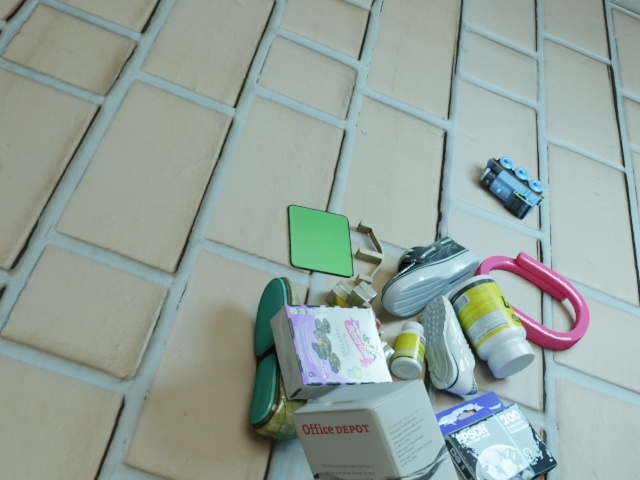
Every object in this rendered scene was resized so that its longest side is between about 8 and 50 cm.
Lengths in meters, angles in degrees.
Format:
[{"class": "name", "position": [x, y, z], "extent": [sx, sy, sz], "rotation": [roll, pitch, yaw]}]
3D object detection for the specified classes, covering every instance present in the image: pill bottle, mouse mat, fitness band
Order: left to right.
[{"class": "mouse mat", "position": [0.000, 0.000, 2.088], "extent": [0.152, 0.007, 0.190], "rotation": [12, 48, -17]}, {"class": "pill bottle", "position": [0.186, 0.228, 1.931], "extent": [0.065, 0.065, 0.116], "rotation": [22, 44, -7]}, {"class": "pill bottle", "position": [0.377, 0.190, 2.023], "extent": [0.119, 0.119, 0.209], "rotation": [-7, 54, -31]}, {"class": "fitness band", "position": [0.500, 0.139, 2.184], "extent": [0.290, 0.054, 0.209], "rotation": [33, 47, 5]}]

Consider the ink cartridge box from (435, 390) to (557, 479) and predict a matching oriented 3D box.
[{"class": "ink cartridge box", "position": [0.347, 0.406, 1.865], "extent": [0.206, 0.045, 0.208], "rotation": [-14, 57, -35]}]

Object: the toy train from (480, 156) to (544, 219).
[{"class": "toy train", "position": [0.502, -0.144, 2.423], "extent": [0.184, 0.080, 0.105], "rotation": [41, 51, 12]}]

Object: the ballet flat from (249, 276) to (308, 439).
[{"class": "ballet flat", "position": [-0.068, 0.230, 1.779], "extent": [0.123, 0.123, 0.349], "rotation": [15, 46, -14]}]

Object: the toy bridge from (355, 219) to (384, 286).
[{"class": "toy bridge", "position": [0.113, 0.036, 2.098], "extent": [0.063, 0.026, 0.188], "rotation": [17, 45, -14]}]

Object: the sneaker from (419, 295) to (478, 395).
[{"class": "sneaker", "position": [0.278, 0.226, 1.978], "extent": [0.094, 0.090, 0.235], "rotation": [20, 47, -27]}]

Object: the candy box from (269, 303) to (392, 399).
[{"class": "candy box", "position": [0.020, 0.207, 1.716], "extent": [0.196, 0.070, 0.165], "rotation": [4, 55, -31]}]

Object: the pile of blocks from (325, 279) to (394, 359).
[{"class": "pile of blocks", "position": [0.074, 0.214, 1.854], "extent": [0.148, 0.113, 0.362], "rotation": [2, 50, -25]}]

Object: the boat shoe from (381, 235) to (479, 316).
[{"class": "boat shoe", "position": [0.224, 0.076, 2.071], "extent": [0.119, 0.121, 0.335], "rotation": [41, 34, 23]}]

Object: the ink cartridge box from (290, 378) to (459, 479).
[{"class": "ink cartridge box", "position": [0.107, 0.399, 1.535], "extent": [0.129, 0.223, 0.308], "rotation": [-23, 94, -40]}]
